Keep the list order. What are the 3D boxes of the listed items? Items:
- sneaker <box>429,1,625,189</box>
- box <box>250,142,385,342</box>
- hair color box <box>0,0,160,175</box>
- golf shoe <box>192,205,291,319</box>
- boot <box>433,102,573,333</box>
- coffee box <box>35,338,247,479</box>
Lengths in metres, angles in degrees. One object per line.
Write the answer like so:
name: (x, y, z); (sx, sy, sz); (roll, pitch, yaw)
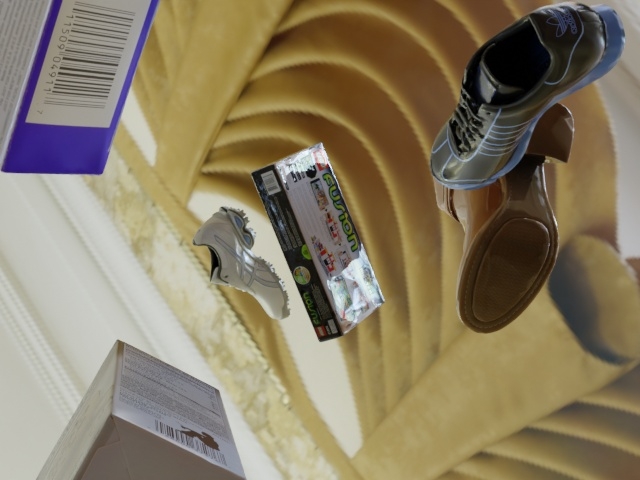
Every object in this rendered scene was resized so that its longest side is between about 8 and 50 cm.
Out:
sneaker: (0.145, -0.117, 0.905); (0.090, 0.232, 0.081); (-6, -118, -35)
box: (0.000, 0.000, 1.244); (0.114, 0.036, 0.207); (-31, -79, -57)
hair color box: (-0.282, -0.202, 0.839); (0.339, 0.185, 0.110); (31, -162, 28)
golf shoe: (-0.108, 0.044, 1.448); (0.086, 0.069, 0.176); (-37, -74, -22)
boot: (0.185, -0.037, 1.303); (0.109, 0.220, 0.283); (13, -92, -23)
coffee box: (-0.161, 0.203, 0.904); (0.119, 0.297, 0.168); (29, -91, -11)
